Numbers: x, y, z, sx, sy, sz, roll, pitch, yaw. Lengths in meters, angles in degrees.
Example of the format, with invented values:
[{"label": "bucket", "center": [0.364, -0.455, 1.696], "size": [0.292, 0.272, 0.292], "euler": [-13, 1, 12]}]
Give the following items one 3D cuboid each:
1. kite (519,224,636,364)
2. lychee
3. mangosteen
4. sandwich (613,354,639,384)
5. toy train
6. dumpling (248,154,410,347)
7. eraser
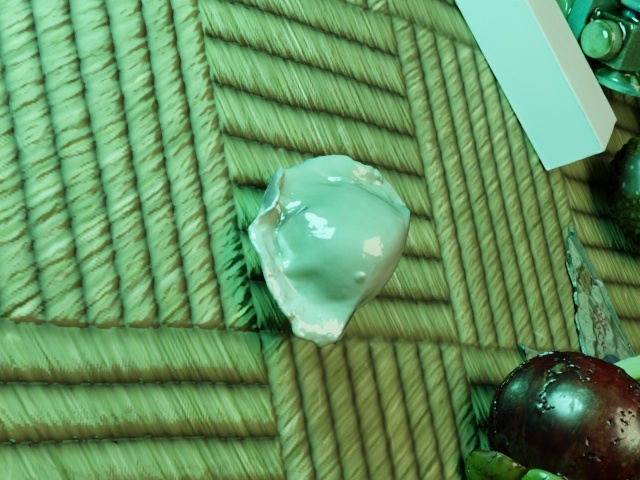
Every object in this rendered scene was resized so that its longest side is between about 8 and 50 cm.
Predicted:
[{"label": "kite", "center": [0.311, 0.174, 1.884], "size": [0.368, 0.014, 0.406], "euler": [28, 51, -50]}, {"label": "lychee", "center": [0.418, -0.054, 2.046], "size": [0.171, 0.171, 0.171], "euler": [34, 48, -46]}, {"label": "mangosteen", "center": [0.226, 0.195, 1.610], "size": [0.180, 0.166, 0.166], "euler": [-49, 121, -21]}, {"label": "sandwich", "center": [0.428, 0.194, 1.890], "size": [0.193, 0.162, 0.058], "euler": [56, 30, -25]}, {"label": "toy train", "center": [0.366, -0.249, 2.051], "size": [0.298, 0.194, 0.120], "euler": [-3, 119, -51]}, {"label": "dumpling", "center": [0.000, 0.000, 1.400], "size": [0.127, 0.108, 0.188], "euler": [39, 52, -5]}, {"label": "eraser", "center": [0.222, -0.225, 1.890], "size": [0.298, 0.076, 0.078], "euler": [58, 33, -21]}]
